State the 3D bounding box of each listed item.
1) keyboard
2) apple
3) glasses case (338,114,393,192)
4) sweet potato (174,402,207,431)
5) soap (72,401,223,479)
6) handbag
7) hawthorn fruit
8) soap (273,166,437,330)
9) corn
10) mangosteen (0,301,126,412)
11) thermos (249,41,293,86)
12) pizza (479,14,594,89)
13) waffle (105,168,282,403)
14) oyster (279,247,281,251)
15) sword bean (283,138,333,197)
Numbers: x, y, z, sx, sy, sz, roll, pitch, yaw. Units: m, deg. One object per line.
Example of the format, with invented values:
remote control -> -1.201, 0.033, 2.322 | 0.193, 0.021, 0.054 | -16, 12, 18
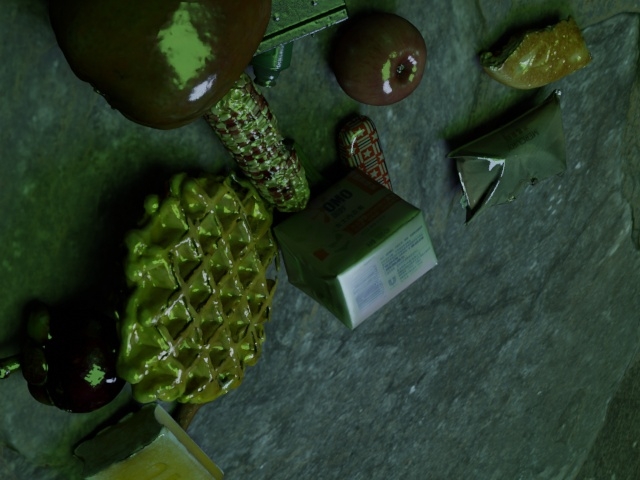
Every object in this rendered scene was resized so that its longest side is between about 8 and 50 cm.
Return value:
keyboard -> -0.111, -0.303, 1.707 | 0.309, 0.018, 0.101 | -22, 126, -1
apple -> 0.099, -0.287, 1.891 | 0.153, 0.120, 0.153 | -21, 129, -27
glasses case -> 0.073, -0.130, 2.033 | 0.073, 0.049, 0.195 | -32, 135, -14
sweet potato -> -0.216, 0.286, 2.100 | 0.214, 0.050, 0.050 | -50, 138, 8
soap -> -0.290, 0.412, 2.077 | 0.173, 0.089, 0.274 | -32, 137, 1
handbag -> 0.355, -0.147, 2.205 | 0.270, 0.117, 0.183 | -30, 121, -20
hawthorn fruit -> -0.192, -0.300, 1.536 | 0.301, 0.268, 0.267 | -51, 137, 3
soap -> 0.055, 0.010, 1.945 | 0.199, 0.182, 0.138 | -37, 135, -18
corn -> -0.097, -0.152, 1.834 | 0.098, 0.098, 0.290 | -42, 132, -7
mangosteen -> -0.379, 0.177, 1.808 | 0.184, 0.172, 0.172 | 38, 92, -28
thermos -> -0.072, -0.323, 1.768 | 0.073, 0.083, 0.188 | 3, 121, -13
pizza -> 0.396, -0.337, 2.146 | 0.271, 0.056, 0.134 | -19, 132, -27
waffle -> -0.181, 0.075, 1.848 | 0.382, 0.095, 0.380 | 3, 95, -61
oyster -> 0.000, -0.003, 2.062 | 0.165, 0.053, 0.108 | 22, 103, -45
sword bean -> 0.006, -0.089, 2.020 | 0.043, 0.038, 0.269 | -29, 140, 16
